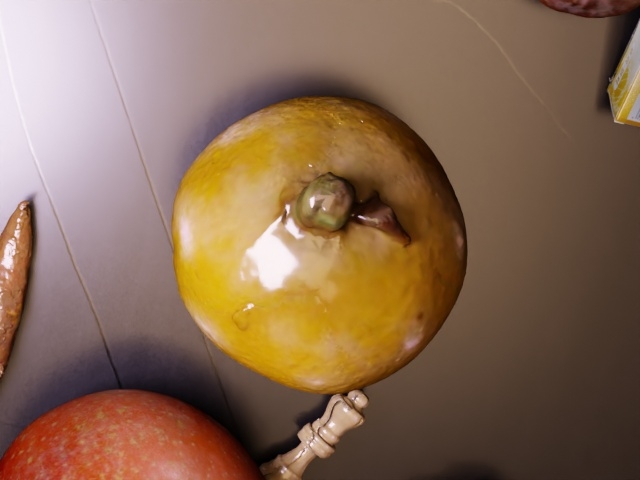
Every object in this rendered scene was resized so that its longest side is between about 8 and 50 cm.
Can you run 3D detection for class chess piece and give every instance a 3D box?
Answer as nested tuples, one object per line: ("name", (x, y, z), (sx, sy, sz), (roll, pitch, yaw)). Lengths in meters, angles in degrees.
("chess piece", (-0.008, 0.244, 1.848), (0.060, 0.060, 0.172), (43, 95, -12))

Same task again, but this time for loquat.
("loquat", (0.000, 0.000, 1.648), (0.328, 0.359, 0.328), (0, 78, -2))

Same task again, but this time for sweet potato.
("sweet potato", (-0.380, 0.103, 1.778), (0.072, 0.066, 0.314), (26, 100, 20))

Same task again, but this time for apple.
("apple", (-0.212, 0.342, 1.739), (0.348, 0.277, 0.348), (-1, 103, -5))

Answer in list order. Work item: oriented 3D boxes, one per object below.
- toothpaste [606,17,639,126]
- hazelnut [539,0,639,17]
("toothpaste", (0.413, -0.260, 1.695), (0.089, 0.071, 0.313), (13, 130, -7))
("hazelnut", (0.299, -0.312, 1.711), (0.154, 0.143, 0.143), (29, 99, -11))
